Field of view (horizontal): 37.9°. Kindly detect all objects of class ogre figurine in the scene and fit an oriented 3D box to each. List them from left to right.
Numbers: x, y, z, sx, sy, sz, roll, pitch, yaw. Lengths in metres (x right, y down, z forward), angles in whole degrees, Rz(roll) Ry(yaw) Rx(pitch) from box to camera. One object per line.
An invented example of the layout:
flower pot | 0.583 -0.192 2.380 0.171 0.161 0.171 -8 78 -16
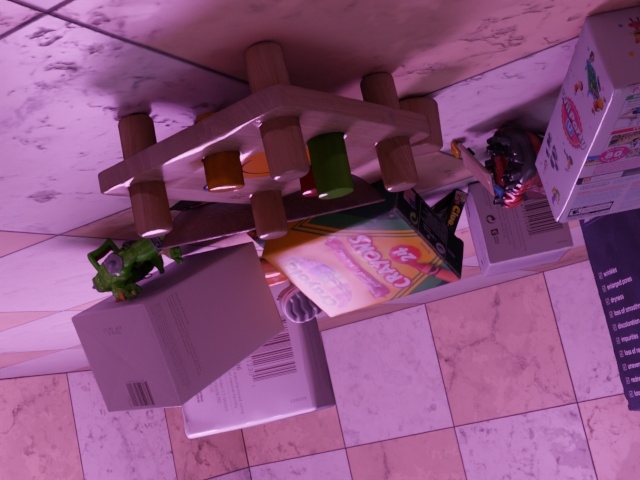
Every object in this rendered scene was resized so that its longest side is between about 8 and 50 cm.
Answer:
ogre figurine | -0.292 0.035 1.449 0.118 0.097 0.197 -27 -167 -28

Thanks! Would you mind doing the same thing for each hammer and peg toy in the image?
hammer and peg toy | -0.025 -0.084 0.998 0.265 0.127 0.361 -20 168 35

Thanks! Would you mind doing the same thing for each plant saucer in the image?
plant saucer | -0.138 0.073 1.985 0.199 0.037 0.200 -11 169 -2
plant saucer | -0.068 -0.043 1.268 0.310 0.050 0.310 -13 -179 0

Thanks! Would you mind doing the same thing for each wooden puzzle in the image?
wooden puzzle | 0.220 -0.101 1.298 0.014 0.116 0.078 -39 158 0

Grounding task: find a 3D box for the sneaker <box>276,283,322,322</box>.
sneaker | 0.026 0.078 2.037 0.281 0.105 0.115 -23 -160 -19

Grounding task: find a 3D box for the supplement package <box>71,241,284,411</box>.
supplement package | -0.229 0.140 1.559 0.177 0.175 0.293 -12 -167 37

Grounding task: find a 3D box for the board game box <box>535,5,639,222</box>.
board game box | 0.388 -0.144 1.059 0.223 0.098 0.303 -11 156 -3

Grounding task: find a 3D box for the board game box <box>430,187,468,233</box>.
board game box | 0.196 0.000 1.739 0.030 0.136 0.259 21 163 -8

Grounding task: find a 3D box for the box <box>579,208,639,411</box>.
box | 0.786 0.072 1.857 0.297 0.472 0.480 -12 170 -11

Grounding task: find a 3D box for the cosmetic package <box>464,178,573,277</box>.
cosmetic package | 0.354 -0.030 1.690 0.151 0.151 0.184 -13 169 3

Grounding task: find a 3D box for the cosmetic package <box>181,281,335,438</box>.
cosmetic package | -0.170 0.303 2.376 0.327 0.330 0.394 -14 169 6

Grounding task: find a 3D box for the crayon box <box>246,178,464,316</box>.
crayon box | 0.050 0.023 1.549 0.318 0.081 0.202 -20 134 34

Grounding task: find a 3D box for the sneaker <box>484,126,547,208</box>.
sneaker | 0.310 -0.113 1.336 0.135 0.098 0.276 -13 172 7

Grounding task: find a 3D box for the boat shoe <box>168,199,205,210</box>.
boat shoe | -0.156 -0.068 1.162 0.133 0.049 0.042 -17 174 36
